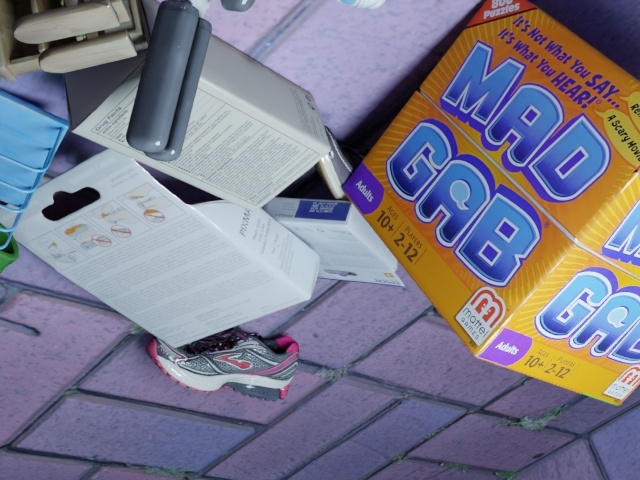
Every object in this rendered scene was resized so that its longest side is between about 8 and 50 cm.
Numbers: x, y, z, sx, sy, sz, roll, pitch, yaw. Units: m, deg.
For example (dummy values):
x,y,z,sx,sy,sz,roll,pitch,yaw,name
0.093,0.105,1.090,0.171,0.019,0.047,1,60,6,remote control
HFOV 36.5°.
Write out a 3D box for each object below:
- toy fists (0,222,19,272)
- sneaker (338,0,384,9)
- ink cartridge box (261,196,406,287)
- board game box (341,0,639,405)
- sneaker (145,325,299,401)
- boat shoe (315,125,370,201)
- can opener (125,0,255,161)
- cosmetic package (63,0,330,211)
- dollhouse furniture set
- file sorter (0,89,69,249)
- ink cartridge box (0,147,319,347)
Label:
x,y,z,sx,sy,sz,roll,pitch,yaw,name
-0.550,-0.011,1.304,0.142,0.096,0.279,-35,141,12,toy fists
0.071,-0.361,1.085,0.086,0.085,0.237,9,136,-21,sneaker
0.000,0.000,1.497,0.223,0.045,0.224,5,157,31,ink cartridge box
0.325,-0.052,1.308,0.356,0.356,0.356,22,113,-43,board game box
-0.177,0.207,1.766,0.299,0.121,0.112,13,107,-35,sneaker
0.057,-0.094,1.443,0.092,0.103,0.285,-31,145,5,boat shoe
-0.127,-0.223,1.048,0.095,0.283,0.076,11,173,18,can opener
-0.151,-0.164,1.239,0.160,0.113,0.309,-36,140,26,cosmetic package
-0.280,-0.264,0.964,0.161,0.212,0.242,-13,169,-1,dollhouse furniture set
-0.411,-0.087,1.217,0.118,0.104,0.170,25,131,-19,file sorter
-0.240,0.000,1.420,0.308,0.091,0.385,-21,132,36,ink cartridge box
